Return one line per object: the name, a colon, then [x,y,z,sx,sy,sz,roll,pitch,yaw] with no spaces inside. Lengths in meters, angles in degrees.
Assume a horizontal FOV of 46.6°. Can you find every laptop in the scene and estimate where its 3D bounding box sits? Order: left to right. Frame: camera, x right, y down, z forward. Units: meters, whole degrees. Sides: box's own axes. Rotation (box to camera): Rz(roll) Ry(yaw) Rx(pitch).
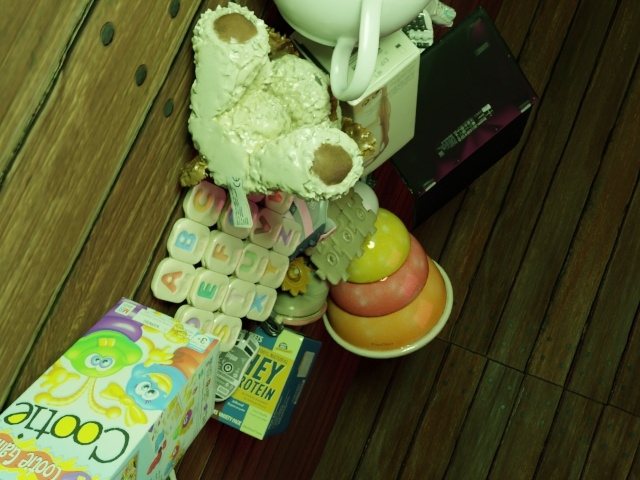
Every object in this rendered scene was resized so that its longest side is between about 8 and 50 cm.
laptop: [0.304,-0.276,1.810,0.382,0.408,0.236,-39,-162,-7]

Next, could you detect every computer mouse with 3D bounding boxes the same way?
computer mouse: [-0.151,0.192,1.314,0.193,0.106,0.042,-57,-168,-5]

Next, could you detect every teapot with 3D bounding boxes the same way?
teapot: [0.028,-0.326,0.916,0.256,0.252,0.187,-43,165,-38]

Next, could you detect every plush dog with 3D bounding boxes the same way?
plush dog: [-0.055,-0.155,0.940,0.210,0.262,0.225,-37,-179,42]

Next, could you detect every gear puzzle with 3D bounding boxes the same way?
gear puzzle: [0.000,0.000,1.486,0.044,0.175,0.339,-28,-161,42]

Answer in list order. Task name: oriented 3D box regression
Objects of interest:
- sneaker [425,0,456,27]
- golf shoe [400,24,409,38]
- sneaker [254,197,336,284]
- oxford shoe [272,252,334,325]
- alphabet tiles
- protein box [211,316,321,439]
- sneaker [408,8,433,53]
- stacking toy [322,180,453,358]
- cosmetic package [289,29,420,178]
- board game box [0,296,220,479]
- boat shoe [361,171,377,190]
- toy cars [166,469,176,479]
sneaker: [0.295,-0.582,1.874,0.212,0.094,0.080,-18,128,-73]
golf shoe: [0.099,-0.411,1.279,0.120,0.105,0.273,-85,171,-45]
sneaker: [-0.044,-0.007,1.256,0.319,0.131,0.112,-67,-165,-5]
oxford shoe: [-0.031,0.063,1.528,0.348,0.123,0.130,-61,159,-67]
alphabet tiles: [-0.123,0.025,1.089,0.278,0.021,0.284,25,86,-57]
protein box: [-0.109,0.257,1.428,0.201,0.136,0.200,47,65,-75]
sneaker: [0.203,-0.434,1.753,0.292,0.110,0.118,97,5,-52]
stacking toy: [0.130,0.033,1.822,0.351,0.350,0.480,-61,149,-32]
cosmetic package: [0.058,-0.232,1.158,0.129,0.153,0.296,-40,164,-5]
board game box: [-0.243,0.216,0.825,0.275,0.142,0.144,-53,159,-51]
boat shoe: [0.131,-0.152,1.978,0.049,0.040,0.142,-53,159,-49]
toy cars: [-0.214,0.432,1.066,0.393,0.087,0.177,151,-54,-75]
